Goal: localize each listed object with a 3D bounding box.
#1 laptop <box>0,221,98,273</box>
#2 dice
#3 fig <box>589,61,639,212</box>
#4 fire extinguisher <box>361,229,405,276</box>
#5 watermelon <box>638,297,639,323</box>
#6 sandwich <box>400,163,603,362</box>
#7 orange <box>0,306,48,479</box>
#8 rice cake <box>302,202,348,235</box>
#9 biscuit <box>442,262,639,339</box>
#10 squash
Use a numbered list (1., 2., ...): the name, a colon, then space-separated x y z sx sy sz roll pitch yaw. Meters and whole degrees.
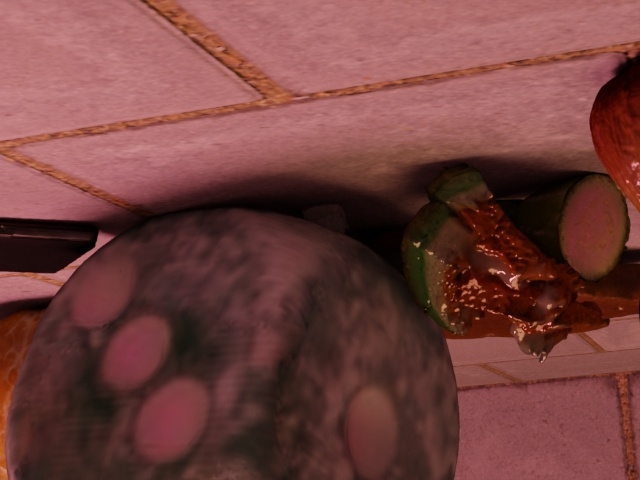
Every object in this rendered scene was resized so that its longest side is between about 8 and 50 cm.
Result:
1. laptop: -0.340 0.007 1.436 0.207 0.026 0.154 3 168 -28
2. dice: -0.085 0.183 1.412 0.348 0.328 0.330 -7 144 36
3. fig: 0.239 -0.060 1.028 0.119 0.153 0.119 21 -174 -2
4. fire extinguisher: 0.086 0.057 1.628 0.200 0.113 0.376 -19 170 -20
5. watermelon: 0.480 0.086 1.558 0.269 0.269 0.269 -4 169 -1
6. sandwich: 0.158 0.033 1.303 0.160 0.109 0.185 38 169 32
7. orange: -0.331 0.217 1.927 0.329 0.249 0.329 -11 159 -4
8. rice cake: 0.000 0.000 1.497 0.043 0.034 0.211 -11 169 -5
9. biscuit: 0.252 0.074 1.857 0.381 0.074 0.359 -8 168 12
10. squash: 0.217 -0.013 1.396 0.105 0.105 0.132 6 177 -41
